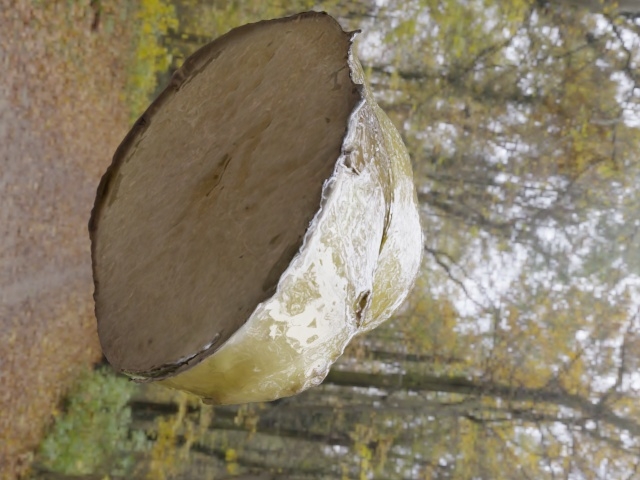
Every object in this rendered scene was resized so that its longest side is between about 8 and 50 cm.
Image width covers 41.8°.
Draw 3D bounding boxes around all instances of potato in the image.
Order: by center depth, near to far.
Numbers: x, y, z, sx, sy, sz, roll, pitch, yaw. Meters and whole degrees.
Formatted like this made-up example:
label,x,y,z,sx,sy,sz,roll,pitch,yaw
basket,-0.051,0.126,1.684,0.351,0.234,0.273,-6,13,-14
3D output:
label,x,y,z,sx,sy,sz,roll,pitch,yaw
potato,0.000,0.000,0.727,0.290,0.296,0.397,-47,-144,7
